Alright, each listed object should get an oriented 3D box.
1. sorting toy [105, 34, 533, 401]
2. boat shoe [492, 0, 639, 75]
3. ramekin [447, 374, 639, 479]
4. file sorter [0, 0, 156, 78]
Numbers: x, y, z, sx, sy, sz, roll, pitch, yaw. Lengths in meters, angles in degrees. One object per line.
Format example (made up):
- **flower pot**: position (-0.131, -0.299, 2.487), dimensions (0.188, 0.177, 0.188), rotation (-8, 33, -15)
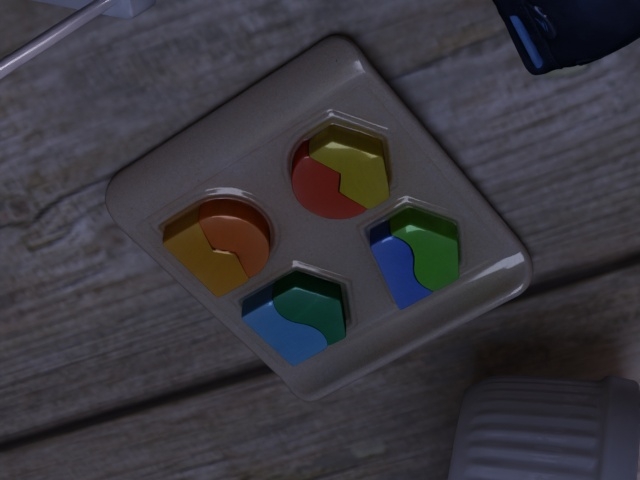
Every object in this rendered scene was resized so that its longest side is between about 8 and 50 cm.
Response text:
- **sorting toy**: position (0.000, 0.000, 0.857), dimensions (0.193, 0.038, 0.208), rotation (-30, 118, 23)
- **boat shoe**: position (0.050, -0.157, 0.594), dimensions (0.089, 0.109, 0.258), rotation (-33, 117, 28)
- **ramekin**: position (0.133, 0.182, 0.884), dimensions (0.109, 0.207, 0.207), rotation (9, 126, 8)
- **file sorter**: position (-0.225, -0.203, 0.599), dimensions (0.192, 0.173, 0.278), rotation (17, 134, 33)
